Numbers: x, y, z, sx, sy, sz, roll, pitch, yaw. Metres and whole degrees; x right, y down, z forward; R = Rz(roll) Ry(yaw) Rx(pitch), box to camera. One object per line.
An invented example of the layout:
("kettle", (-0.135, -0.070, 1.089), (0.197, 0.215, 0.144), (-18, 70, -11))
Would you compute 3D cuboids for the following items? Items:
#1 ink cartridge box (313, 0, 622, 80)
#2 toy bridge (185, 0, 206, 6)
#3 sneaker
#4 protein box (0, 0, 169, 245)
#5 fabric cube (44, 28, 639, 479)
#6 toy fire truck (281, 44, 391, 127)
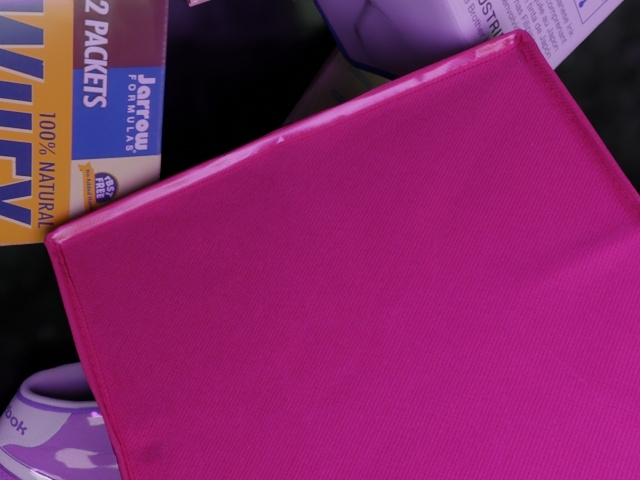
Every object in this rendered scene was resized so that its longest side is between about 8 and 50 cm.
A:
("ink cartridge box", (0.136, -0.297, 0.615), (0.395, 0.151, 0.270), (-43, 132, -12))
("toy bridge", (-0.001, -0.179, 0.714), (0.188, 0.063, 0.026), (-21, 123, -13))
("sneaker", (-0.098, 0.169, 0.839), (0.282, 0.102, 0.161), (18, 105, -30))
("protein box", (-0.200, -0.097, 0.586), (0.201, 0.200, 0.136), (-5, 119, -22))
("fabric cube", (0.053, 0.109, 0.575), (0.254, 0.259, 0.258), (-22, 145, -3))
("toy fire truck", (0.000, 0.000, 0.778), (0.217, 0.158, 0.246), (34, 110, -34))
